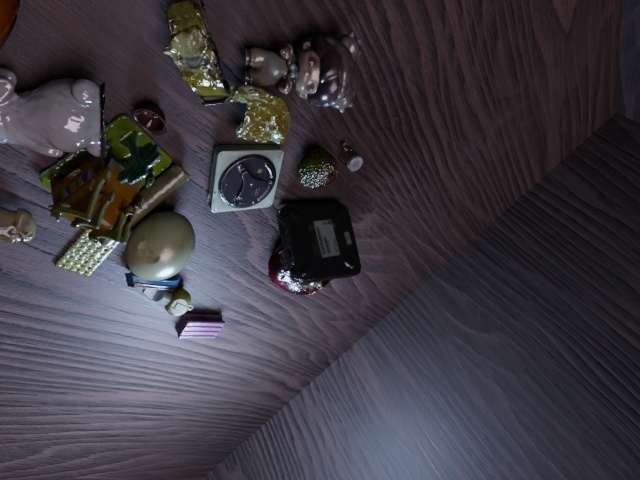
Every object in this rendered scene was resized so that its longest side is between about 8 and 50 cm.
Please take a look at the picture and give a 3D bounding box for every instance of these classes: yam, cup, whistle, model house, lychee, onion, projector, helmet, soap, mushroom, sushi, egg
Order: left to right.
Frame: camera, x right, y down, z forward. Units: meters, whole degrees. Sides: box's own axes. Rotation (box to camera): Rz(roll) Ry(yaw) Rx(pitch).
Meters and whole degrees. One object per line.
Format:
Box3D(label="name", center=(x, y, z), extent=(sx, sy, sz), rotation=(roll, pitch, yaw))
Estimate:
Box3D(label="mushroom", center=(-0.975, -0.101, 1.147), extent=(0.177, 0.126, 0.397), rotation=(-42, 139, -8))
Box3D(label="model house", center=(-0.587, -0.140, 1.259), extent=(0.357, 0.313, 0.243), rotation=(-37, 145, -2))
Box3D(label="yam", center=(-0.601, -0.120, 1.442), extent=(0.371, 0.083, 0.083), rotation=(-41, 142, 0))
Box3D(label="helmet", center=(-0.503, -0.375, 1.283), extent=(0.089, 0.057, 0.111), rotation=(-4, 151, 16))
Box3D(label="egg", center=(-0.565, 0.021, 1.512), extent=(0.219, 0.219, 0.269), rotation=(20, 113, -47))
Box3D(label="whistle", center=(-0.637, 0.241, 1.795), extent=(0.223, 0.123, 0.123), rotation=(31, 108, -30))
Box3D(label="sushi", center=(-0.351, -0.521, 1.207), extent=(0.138, 0.131, 0.291), rotation=(-9, 147, 2))
Box3D(label="soap", center=(-0.571, 0.406, 2.028), extent=(0.203, 0.066, 0.122), rotation=(14, 120, -45))
Box3D(label="projector", center=(-0.277, -0.227, 1.592), extent=(0.258, 0.079, 0.257), rotation=(-10, 134, -33))
Box3D(label="onion", center=(-0.094, 0.112, 1.987), extent=(0.313, 0.233, 0.314), rotation=(-3, 130, -4))
Box3D(label="lychee", center=(-0.014, -0.283, 1.686), extent=(0.171, 0.171, 0.171), rotation=(-21, 140, -19))
Box3D(label="cup", center=(0.126, -0.351, 1.762), extent=(0.074, 0.099, 0.102), rotation=(-14, 137, -28))

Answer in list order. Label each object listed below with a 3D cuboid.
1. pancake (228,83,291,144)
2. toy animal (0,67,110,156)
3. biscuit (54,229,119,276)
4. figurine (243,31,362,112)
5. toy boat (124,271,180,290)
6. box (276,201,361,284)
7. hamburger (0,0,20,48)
Box3D(label="pancake", center=(-0.200, -0.402, 1.411), extent=(0.197, 0.054, 0.376), rotation=(-31, 160, 1))
Box3D(label="toy animal", center=(-0.731, -0.321, 1.075), extent=(0.356, 0.194, 0.258), rotation=(-2, 141, -26))
Box3D(label="biscuit", center=(-0.806, 0.031, 1.500), extent=(0.231, 0.016, 0.139), rotation=(-44, 143, 9))
Box3D(label="figurine", center=(-0.055, -0.541, 1.365), extent=(0.379, 0.203, 0.249), rotation=(-4, 118, -17))
Box3D(label="toy boat", center=(-0.655, 0.145, 1.685), extent=(0.223, 0.100, 0.097), rotation=(14, 83, -50))
Box3D(label="box", center=(0.000, 0.000, 1.839), extent=(0.349, 0.360, 0.091), rotation=(-7, 168, -32))
Box3D(label="hamburger", center=(-0.768, -0.437, 0.801), extent=(0.330, 0.330, 0.250), rotation=(-42, 140, 7))
